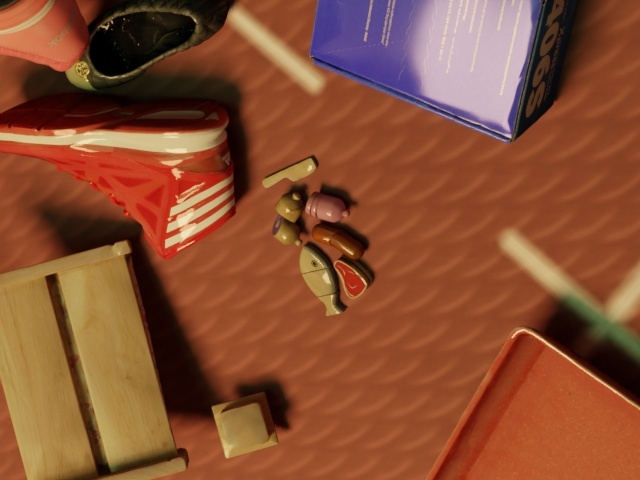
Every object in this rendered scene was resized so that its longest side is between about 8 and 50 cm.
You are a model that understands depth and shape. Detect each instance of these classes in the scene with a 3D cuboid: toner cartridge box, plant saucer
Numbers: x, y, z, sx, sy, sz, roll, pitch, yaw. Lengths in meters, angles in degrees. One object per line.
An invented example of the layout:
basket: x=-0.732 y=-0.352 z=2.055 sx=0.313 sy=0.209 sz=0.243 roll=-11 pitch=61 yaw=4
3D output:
toner cartridge box: x=0.101 y=-0.251 z=1.297 sx=0.165 sy=0.075 sz=0.348 roll=24 pitch=126 yaw=19
plant saucer: x=0.212 y=0.213 z=1.501 sx=0.259 sy=0.048 sz=0.258 roll=36 pitch=129 yaw=13

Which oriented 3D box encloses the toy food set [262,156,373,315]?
toy food set: x=0.000 y=0.000 z=1.538 sx=0.078 sy=0.019 sz=0.122 roll=-23 pitch=101 yaw=39

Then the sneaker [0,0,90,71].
sneaker: x=-0.305 y=-0.205 z=1.566 sx=0.314 sy=0.116 sz=0.136 roll=28 pitch=166 yaw=35

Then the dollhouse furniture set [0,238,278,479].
dollhouse furniture set: x=-0.244 y=0.066 z=1.698 sx=0.356 sy=0.174 sz=0.303 roll=-14 pitch=91 yaw=-2

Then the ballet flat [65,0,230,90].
ballet flat: x=-0.140 y=-0.157 z=1.523 sx=0.173 sy=0.049 sz=0.057 roll=-23 pitch=100 yaw=39

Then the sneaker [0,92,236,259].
sneaker: x=-0.166 y=-0.044 z=1.581 sx=0.221 sy=0.087 sz=0.128 roll=6 pitch=117 yaw=32
